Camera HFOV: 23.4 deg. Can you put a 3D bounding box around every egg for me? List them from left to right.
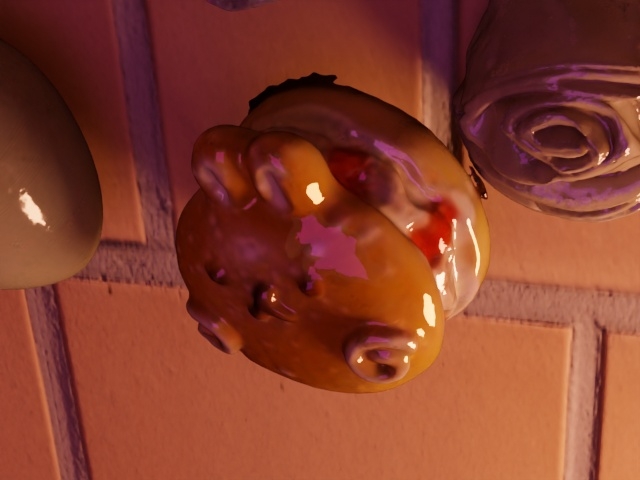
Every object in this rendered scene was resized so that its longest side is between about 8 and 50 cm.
[{"bbox_3d":[-0.321,-0.068,1.399,0.218,0.218,0.295,-28,121,30],"label":"egg"}]

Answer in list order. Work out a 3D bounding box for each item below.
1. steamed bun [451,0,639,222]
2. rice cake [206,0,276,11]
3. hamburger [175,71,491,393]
[{"bbox_3d":[0.213,-0.103,1.261,0.211,0.144,0.218,22,128,0],"label":"steamed bun"},{"bbox_3d":[0.081,-0.267,1.233,0.399,0.070,0.064,-14,118,24],"label":"rice cake"},{"bbox_3d":[0.000,0.000,1.334,0.261,0.186,0.302,17,136,21],"label":"hamburger"}]
